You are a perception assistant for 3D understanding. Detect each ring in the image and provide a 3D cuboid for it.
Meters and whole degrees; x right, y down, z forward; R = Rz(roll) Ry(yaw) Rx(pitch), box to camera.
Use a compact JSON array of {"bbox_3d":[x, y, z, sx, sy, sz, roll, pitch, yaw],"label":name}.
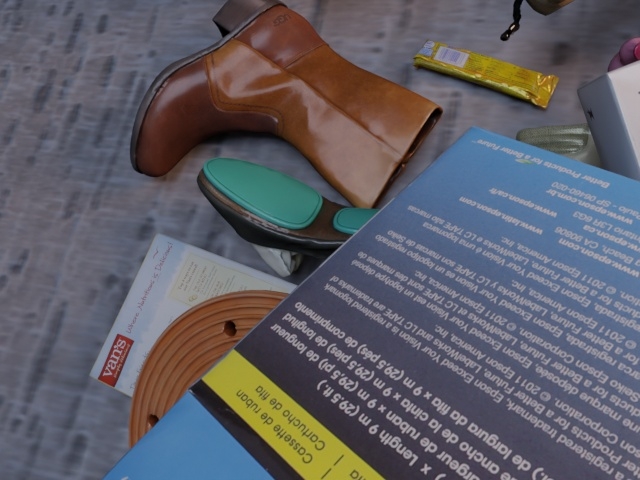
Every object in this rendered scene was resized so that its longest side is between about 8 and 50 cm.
[{"bbox_3d":[-0.037,0.208,0.562,0.337,0.032,0.336,4,99,29],"label":"ring"}]

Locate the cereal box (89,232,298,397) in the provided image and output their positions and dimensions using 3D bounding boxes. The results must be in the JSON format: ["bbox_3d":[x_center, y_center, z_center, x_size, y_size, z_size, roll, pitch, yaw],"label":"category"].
[{"bbox_3d":[-0.104,0.109,0.671,0.240,0.047,0.173,20,79,22],"label":"cereal box"}]

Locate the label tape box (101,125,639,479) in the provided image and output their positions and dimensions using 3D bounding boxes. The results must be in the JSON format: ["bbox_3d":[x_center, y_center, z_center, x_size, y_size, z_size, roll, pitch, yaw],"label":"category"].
[{"bbox_3d":[0.088,0.104,0.370,0.348,0.115,0.249,-44,48,-18],"label":"label tape box"}]

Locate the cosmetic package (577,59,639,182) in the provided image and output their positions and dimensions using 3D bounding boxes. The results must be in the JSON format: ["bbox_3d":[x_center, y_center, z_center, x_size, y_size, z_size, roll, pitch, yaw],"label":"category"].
[{"bbox_3d":[0.390,0.012,0.454,0.285,0.097,0.377,-20,92,12],"label":"cosmetic package"}]

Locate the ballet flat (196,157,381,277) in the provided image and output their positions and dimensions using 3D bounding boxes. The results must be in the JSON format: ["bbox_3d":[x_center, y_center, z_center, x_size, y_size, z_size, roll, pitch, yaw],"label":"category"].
[{"bbox_3d":[0.000,0.000,0.643,0.281,0.095,0.096,18,123,14],"label":"ballet flat"}]

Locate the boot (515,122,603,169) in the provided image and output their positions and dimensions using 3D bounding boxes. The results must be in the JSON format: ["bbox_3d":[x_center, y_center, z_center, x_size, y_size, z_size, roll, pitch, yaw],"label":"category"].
[{"bbox_3d":[0.272,-0.022,0.588,0.213,0.077,0.165,12,74,20],"label":"boot"}]

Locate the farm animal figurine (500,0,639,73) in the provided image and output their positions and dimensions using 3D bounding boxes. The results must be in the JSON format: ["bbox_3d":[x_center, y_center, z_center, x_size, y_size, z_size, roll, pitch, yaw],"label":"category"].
[{"bbox_3d":[0.370,-0.246,0.558,0.330,0.172,0.326,29,103,-1],"label":"farm animal figurine"}]

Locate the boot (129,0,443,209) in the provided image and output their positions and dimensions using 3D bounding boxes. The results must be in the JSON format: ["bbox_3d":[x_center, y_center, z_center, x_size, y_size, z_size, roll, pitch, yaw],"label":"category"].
[{"bbox_3d":[-0.047,-0.115,0.728,0.280,0.096,0.264,39,83,13],"label":"boot"}]

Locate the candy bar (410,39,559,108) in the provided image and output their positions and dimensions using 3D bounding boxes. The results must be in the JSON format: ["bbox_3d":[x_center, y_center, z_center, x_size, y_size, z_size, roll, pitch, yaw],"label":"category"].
[{"bbox_3d":[0.175,-0.185,0.700,0.162,0.018,0.040,25,77,23],"label":"candy bar"}]
